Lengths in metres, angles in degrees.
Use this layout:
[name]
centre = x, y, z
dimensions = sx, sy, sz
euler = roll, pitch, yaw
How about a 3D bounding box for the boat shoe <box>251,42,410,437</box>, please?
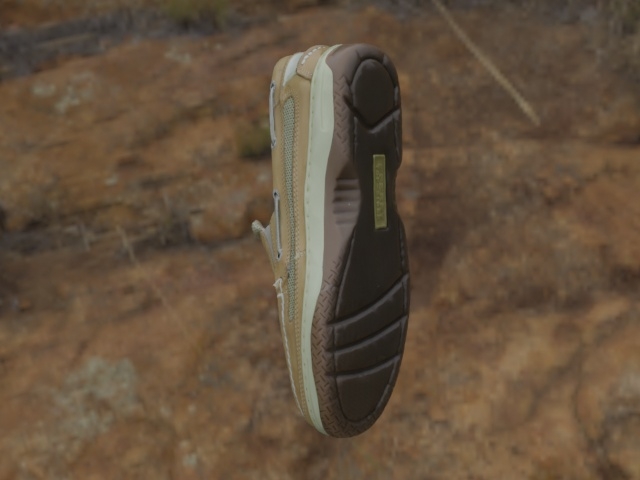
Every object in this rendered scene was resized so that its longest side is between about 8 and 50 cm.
[boat shoe]
centre = 0.000, 0.000, 0.745
dimensions = 0.072, 0.190, 0.068
euler = 1, -3, 39
